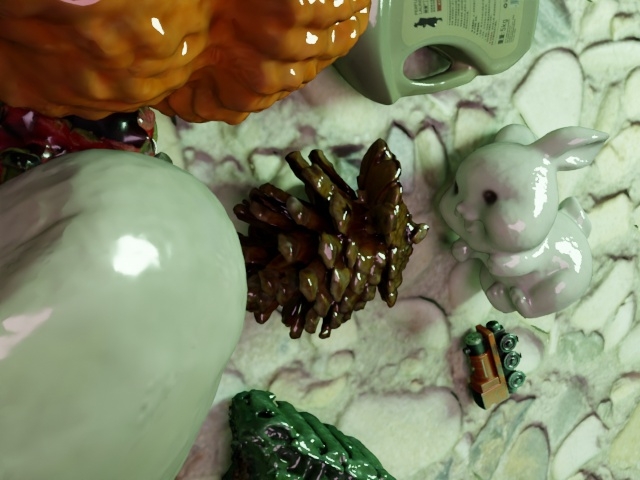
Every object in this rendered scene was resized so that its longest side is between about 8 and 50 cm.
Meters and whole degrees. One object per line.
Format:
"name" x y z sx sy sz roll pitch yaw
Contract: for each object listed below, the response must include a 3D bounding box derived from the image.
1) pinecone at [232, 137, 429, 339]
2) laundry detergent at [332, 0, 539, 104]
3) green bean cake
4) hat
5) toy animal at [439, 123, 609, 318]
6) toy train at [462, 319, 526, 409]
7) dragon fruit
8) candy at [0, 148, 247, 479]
"pinecone" 0.003 0.001 0.720 0.195 0.150 0.179 -35 146 -19
"laundry detergent" 0.087 -0.224 0.748 0.253 0.091 0.181 -18 117 -25
"green bean cake" -0.042 0.280 0.798 0.193 0.107 0.208 32 88 -32
"hat" -0.114 -0.160 0.411 0.285 0.285 0.400 66 33 -25
"toy animal" 0.226 -0.025 0.855 0.178 0.127 0.193 -30 114 -22
"toy train" 0.203 0.144 0.937 0.064 0.044 0.103 -23 113 -11
"dragon fruit" -0.204 -0.048 0.595 0.160 0.166 0.172 25 114 6
"candy" -0.215 0.149 0.537 0.386 0.186 0.427 -25 151 -35
